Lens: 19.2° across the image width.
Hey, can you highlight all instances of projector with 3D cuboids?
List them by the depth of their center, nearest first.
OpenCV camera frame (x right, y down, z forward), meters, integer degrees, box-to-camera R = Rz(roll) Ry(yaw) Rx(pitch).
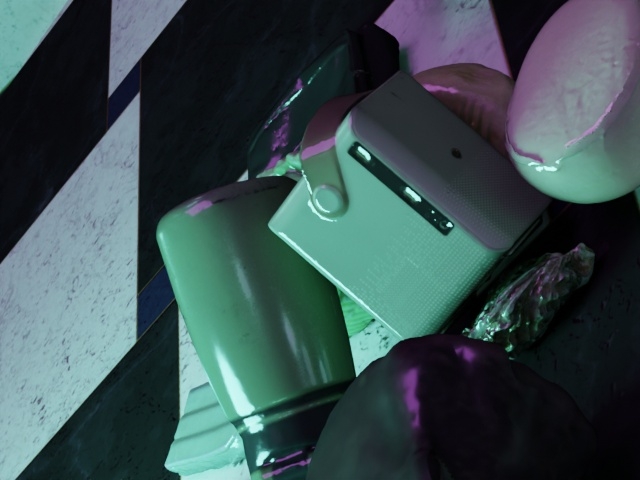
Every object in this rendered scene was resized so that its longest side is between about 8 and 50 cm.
[{"bbox_3d":[0.080,-0.037,1.877,0.177,0.242,0.163,-51,-4,34],"label":"projector"}]

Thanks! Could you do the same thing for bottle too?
[{"bbox_3d":[-0.046,0.115,1.969,0.168,0.168,0.347,-27,79,51],"label":"bottle"}]

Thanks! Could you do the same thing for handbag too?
[{"bbox_3d":[0.002,-0.122,2.384,0.275,0.088,0.244,-42,34,33],"label":"handbag"}]

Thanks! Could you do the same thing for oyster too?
[{"bbox_3d":[0.192,0.065,1.844,0.125,0.064,0.177,-57,9,-30],"label":"oyster"}]

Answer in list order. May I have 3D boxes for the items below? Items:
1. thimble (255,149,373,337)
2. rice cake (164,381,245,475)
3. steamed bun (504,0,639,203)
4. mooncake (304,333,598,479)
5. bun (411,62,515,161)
[{"bbox_3d":[0.000,0.000,2.169,0.219,0.150,0.219,-43,30,34],"label":"thimble"},{"bbox_3d":[-0.103,0.209,2.268,0.237,0.043,0.127,-27,40,52],"label":"rice cake"},{"bbox_3d":[0.275,-0.134,1.804,0.177,0.131,0.228,-15,48,45],"label":"steamed bun"},{"bbox_3d":[0.099,0.291,1.586,0.350,0.212,0.381,-41,33,45],"label":"mooncake"},{"bbox_3d":[0.150,-0.090,1.989,0.178,0.128,0.193,6,108,27],"label":"bun"}]
